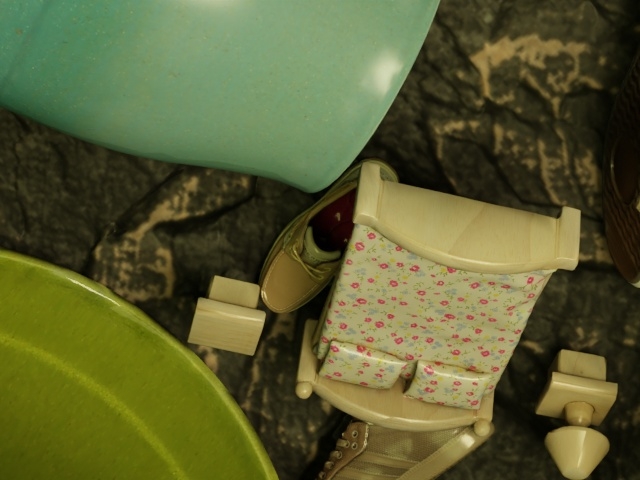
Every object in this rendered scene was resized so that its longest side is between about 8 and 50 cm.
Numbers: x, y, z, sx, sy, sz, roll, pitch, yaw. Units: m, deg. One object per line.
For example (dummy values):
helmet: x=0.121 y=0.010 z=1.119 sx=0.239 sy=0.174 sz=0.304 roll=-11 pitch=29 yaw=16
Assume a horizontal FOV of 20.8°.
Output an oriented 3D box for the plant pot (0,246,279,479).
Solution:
plant pot: x=-0.266 y=0.254 z=1.188 sx=0.366 sy=0.366 sz=0.353 roll=38 pitch=121 yaw=-2

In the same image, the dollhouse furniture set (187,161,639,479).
dollhouse furniture set: x=0.103 y=0.065 z=1.035 sx=0.355 sy=0.174 sz=0.303 roll=11 pitch=144 yaw=-4

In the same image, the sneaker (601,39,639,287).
sneaker: x=0.259 y=-0.096 z=1.083 sx=0.123 sy=0.106 sz=0.290 roll=-1 pitch=122 yaw=-17

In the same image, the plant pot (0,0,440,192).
plant pot: x=-0.072 y=-0.161 z=1.056 sx=0.255 sy=0.272 sz=0.272 roll=28 pitch=111 yaw=-13

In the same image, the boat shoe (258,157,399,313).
boat shoe: x=0.000 y=0.000 z=1.193 sx=0.050 sy=0.045 sz=0.135 roll=37 pitch=110 yaw=-1

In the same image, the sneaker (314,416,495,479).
sneaker: x=0.034 y=0.160 z=1.236 sx=0.188 sy=0.066 sz=0.071 roll=-37 pitch=80 yaw=14
